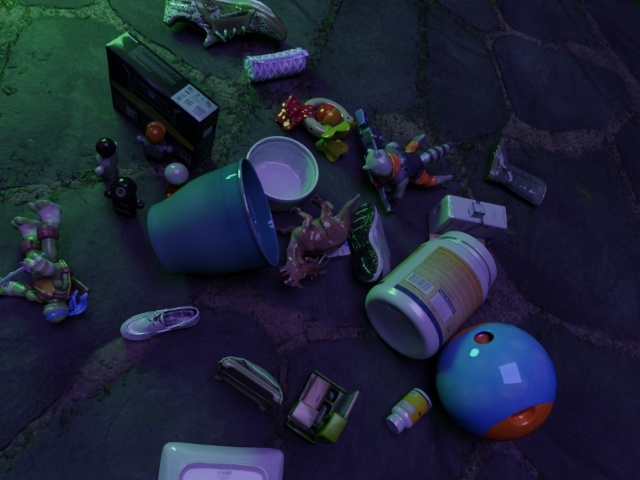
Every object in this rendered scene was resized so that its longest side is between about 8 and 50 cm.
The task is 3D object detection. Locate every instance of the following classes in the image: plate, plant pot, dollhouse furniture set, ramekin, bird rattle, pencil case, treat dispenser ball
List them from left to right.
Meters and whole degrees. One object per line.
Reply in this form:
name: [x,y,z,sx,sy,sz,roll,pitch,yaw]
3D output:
plant pot: [-0.264,-0.037,1.258,0.255,0.271,0.271,-15,69,6]
plate: [-0.218,0.587,1.111,0.277,0.045,0.278,9,63,-13]
pencil case: [-0.145,-0.562,1.650,0.206,0.088,0.086,-21,76,-26]
ramekin: [-0.117,-0.178,1.466,0.207,0.109,0.207,7,63,-14]
dollhouse furniture set: [-0.078,0.320,1.193,0.301,0.197,0.151,35,62,-1]
bird rattle: [-0.003,-0.369,1.613,0.253,0.143,0.207,33,48,14]
treat dispenser ball: [0.433,0.348,1.293,0.288,0.288,0.288,7,64,-15]

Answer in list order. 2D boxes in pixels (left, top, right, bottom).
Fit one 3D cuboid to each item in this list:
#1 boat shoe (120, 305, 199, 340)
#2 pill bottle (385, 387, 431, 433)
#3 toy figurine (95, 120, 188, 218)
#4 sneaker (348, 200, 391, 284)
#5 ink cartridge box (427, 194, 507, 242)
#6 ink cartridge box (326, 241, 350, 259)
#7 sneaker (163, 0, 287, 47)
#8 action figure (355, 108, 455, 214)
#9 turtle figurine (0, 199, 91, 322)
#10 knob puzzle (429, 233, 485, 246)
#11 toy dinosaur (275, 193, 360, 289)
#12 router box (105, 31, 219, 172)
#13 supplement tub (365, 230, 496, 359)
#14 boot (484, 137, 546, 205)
boat shoe: [-0.379,0.194,1.232,0.184,0.063,0.066,-4,67,-20]
pill bottle: [0.221,0.434,1.312,0.116,0.065,0.065,-32,79,-27]
toy figurine: [-0.463,-0.184,1.334,0.213,0.148,0.209,-20,73,-25]
sneaker: [0.145,0.008,1.484,0.108,0.100,0.271,30,46,-41]
ink cartridge box: [0.442,-0.060,1.573,0.191,0.139,0.082,9,65,-13]
ink cartridge box: [0.037,0.027,1.465,0.083,0.028,0.048,-6,68,-21]
sneaker: [-0.313,-0.691,1.658,0.410,0.158,0.182,16,93,-12]
action figure: [0.246,-0.272,1.580,0.330,0.178,0.341,-18,85,-43]
turtle figurine: [-0.659,0.051,1.135,0.275,0.198,0.266,-5,64,-24]
knob puzzle: [0.408,0.082,1.556,0.213,0.030,0.213,2,74,-5]
toy dinosaur: [0.000,0.000,1.388,0.296,0.127,0.200,-29,78,-11]
router box: [-0.419,-0.357,1.376,0.309,0.243,0.081,40,61,2]
supplement tub: [0.299,0.137,1.380,0.316,0.228,0.228,-37,81,-27]
boot: [0.676,-0.236,1.769,0.209,0.076,0.189,20,75,-1]
